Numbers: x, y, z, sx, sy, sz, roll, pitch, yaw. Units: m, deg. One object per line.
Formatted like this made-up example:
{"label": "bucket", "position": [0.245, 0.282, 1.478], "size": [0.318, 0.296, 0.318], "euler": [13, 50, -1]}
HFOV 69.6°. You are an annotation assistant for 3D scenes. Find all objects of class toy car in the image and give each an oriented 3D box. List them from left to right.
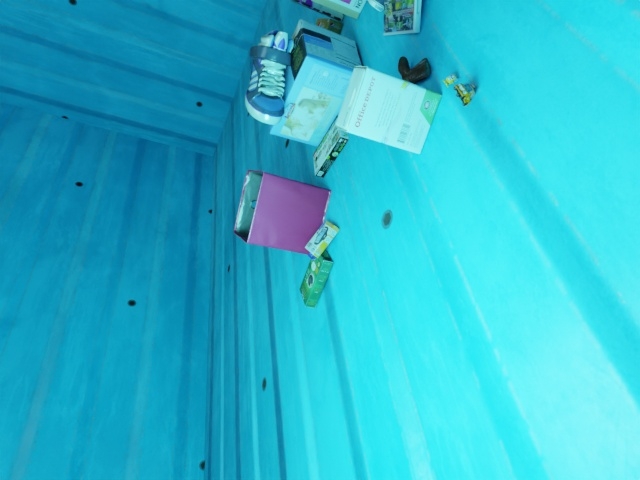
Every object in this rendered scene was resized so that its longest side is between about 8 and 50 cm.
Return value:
{"label": "toy car", "position": [0.308, -0.351, 1.025], "size": [0.041, 0.060, 0.122], "euler": [-32, 50, 17]}

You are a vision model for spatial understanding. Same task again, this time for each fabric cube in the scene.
{"label": "fabric cube", "position": [-0.149, -0.108, 1.701], "size": [0.259, 0.258, 0.254], "euler": [-154, 76, -66]}

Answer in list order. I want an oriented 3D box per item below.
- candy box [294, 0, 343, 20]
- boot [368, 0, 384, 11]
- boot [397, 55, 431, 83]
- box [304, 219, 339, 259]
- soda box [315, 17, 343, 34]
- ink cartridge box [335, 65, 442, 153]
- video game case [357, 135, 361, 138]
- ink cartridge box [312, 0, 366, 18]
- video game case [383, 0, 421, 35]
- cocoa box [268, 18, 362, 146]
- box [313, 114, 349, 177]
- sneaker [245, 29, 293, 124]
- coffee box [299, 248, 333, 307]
{"label": "candy box", "position": [0.000, -0.983, 1.800], "size": [0.159, 0.234, 0.071], "euler": [-68, 25, 20]}
{"label": "boot", "position": [0.188, -0.837, 1.527], "size": [0.086, 0.069, 0.190], "euler": [-53, 41, 32]}
{"label": "boot", "position": [0.252, -0.463, 1.223], "size": [0.114, 0.037, 0.106], "euler": [160, 105, -67]}
{"label": "box", "position": [0.000, 0.000, 1.534], "size": [0.136, 0.028, 0.081], "euler": [-51, 27, -1]}
{"label": "soda box", "position": [0.029, -0.878, 1.900], "size": [0.181, 0.061, 0.058], "euler": [-124, 50, -59]}
{"label": "ink cartridge box", "position": [0.165, -0.319, 1.133], "size": [0.093, 0.213, 0.154], "euler": [-130, 55, -62]}
{"label": "video game case", "position": [0.156, -0.419, 1.452], "size": [0.166, 0.015, 0.119], "euler": [129, 145, -47]}
{"label": "ink cartridge box", "position": [0.094, -0.930, 1.608], "size": [0.234, 0.193, 0.088], "euler": [124, 146, -43]}
{"label": "video game case", "position": [0.234, -0.691, 1.320], "size": [0.201, 0.023, 0.183], "euler": [-132, 37, -61]}
{"label": "cocoa box", "position": [-0.031, -0.553, 1.668], "size": [0.347, 0.232, 0.227], "euler": [-53, 36, 45]}
{"label": "box", "position": [0.034, -0.337, 1.667], "size": [0.207, 0.036, 0.114], "euler": [128, 145, -47]}
{"label": "sneaker", "position": [-0.163, -0.561, 1.519], "size": [0.322, 0.130, 0.236], "euler": [-101, 27, -43]}
{"label": "coffee box", "position": [-0.017, 0.123, 1.561], "size": [0.113, 0.040, 0.184], "euler": [-120, 47, -60]}
